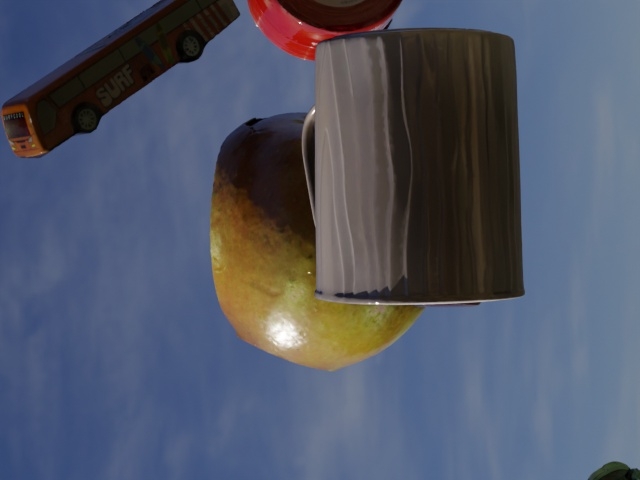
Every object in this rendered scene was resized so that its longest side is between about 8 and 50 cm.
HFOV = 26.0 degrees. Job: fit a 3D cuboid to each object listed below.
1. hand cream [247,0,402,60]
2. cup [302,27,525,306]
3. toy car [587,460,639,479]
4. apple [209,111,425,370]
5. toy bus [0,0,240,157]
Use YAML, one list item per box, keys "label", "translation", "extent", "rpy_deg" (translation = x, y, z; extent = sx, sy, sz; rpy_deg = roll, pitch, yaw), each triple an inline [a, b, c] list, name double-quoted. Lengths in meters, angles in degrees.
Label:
- label: "hand cream"
  translation: [0.009, -0.317, 1.651]
  extent: [0.125, 0.193, 0.193]
  rpy_deg: [133, 136, -79]
- label: "cup"
  translation: [0.093, -0.069, 1.418]
  extent: [0.288, 0.208, 0.273]
  rpy_deg: [-147, 55, -85]
- label: "toy car"
  translation: [0.373, 0.328, 1.647]
  extent: [0.186, 0.093, 0.058]
  rpy_deg: [45, 178, -23]
- label: "apple"
  translation: [0.000, 0.000, 2.019]
  extent: [0.374, 0.384, 0.374]
  rpy_deg: [-15, -61, -28]
- label: "toy bus"
  translation: [-0.279, -0.248, 1.975]
  extent: [0.409, 0.093, 0.092]
  rpy_deg: [-42, -66, -35]
